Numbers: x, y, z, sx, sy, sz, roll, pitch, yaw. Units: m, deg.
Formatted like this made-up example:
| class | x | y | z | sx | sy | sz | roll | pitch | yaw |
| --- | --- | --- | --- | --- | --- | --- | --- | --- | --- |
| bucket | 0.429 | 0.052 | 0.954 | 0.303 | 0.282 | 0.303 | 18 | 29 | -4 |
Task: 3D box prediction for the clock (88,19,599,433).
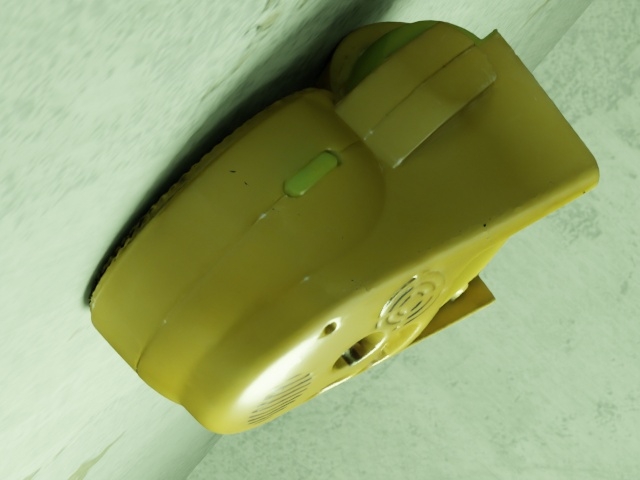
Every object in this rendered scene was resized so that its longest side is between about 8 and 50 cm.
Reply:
| class | x | y | z | sx | sy | sz | roll | pitch | yaw |
| --- | --- | --- | --- | --- | --- | --- | --- | --- | --- |
| clock | 0.000 | 0.000 | 1.190 | 0.317 | 0.200 | 0.244 | -34 | 164 | -34 |
